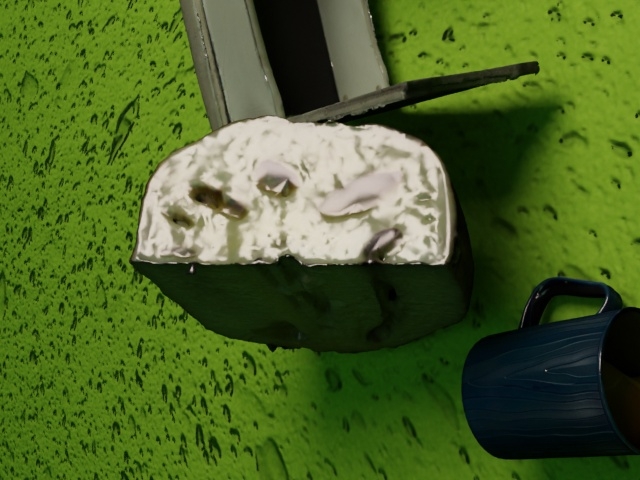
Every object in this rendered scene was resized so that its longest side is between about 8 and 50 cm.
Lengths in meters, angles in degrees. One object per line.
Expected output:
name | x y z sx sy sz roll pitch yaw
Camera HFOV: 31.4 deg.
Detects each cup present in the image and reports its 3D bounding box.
cup | 0.207 0.111 0.932 0.138 0.150 0.113 -14 116 43

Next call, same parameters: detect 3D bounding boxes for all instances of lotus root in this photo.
lotus root | 0.015 0.004 1.001 0.267 0.260 0.149 1 70 18

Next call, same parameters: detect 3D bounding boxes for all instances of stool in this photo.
stool | 0.016 -0.228 0.985 0.270 0.170 0.243 -7 98 51
